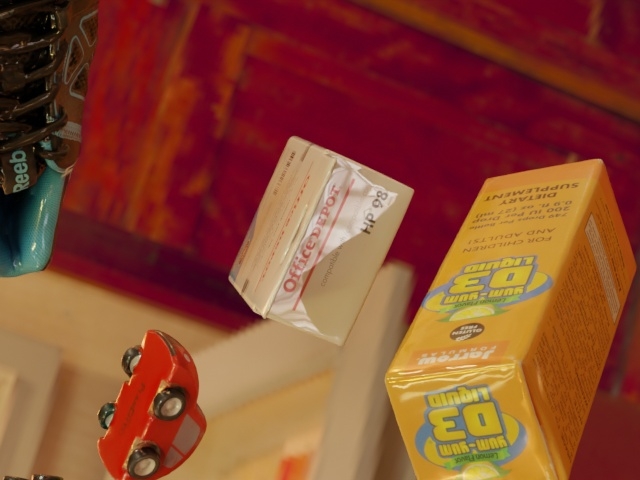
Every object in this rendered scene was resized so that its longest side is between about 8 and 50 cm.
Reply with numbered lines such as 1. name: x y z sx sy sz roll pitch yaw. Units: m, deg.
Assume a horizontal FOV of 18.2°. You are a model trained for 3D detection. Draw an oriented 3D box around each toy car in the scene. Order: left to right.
1. toy car: -0.148 0.184 1.304 0.225 0.053 0.239 -9 71 53

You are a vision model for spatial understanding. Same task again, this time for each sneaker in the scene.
1. sneaker: -0.171 -0.110 1.140 0.341 0.125 0.139 104 154 -56

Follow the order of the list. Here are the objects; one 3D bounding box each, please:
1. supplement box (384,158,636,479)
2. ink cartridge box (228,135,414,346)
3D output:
1. supplement box: 0.106 0.042 1.053 0.078 0.080 0.233 -10 25 22
2. ink cartridge box: 0.000 0.000 1.196 0.104 0.060 0.180 -66 11 3
